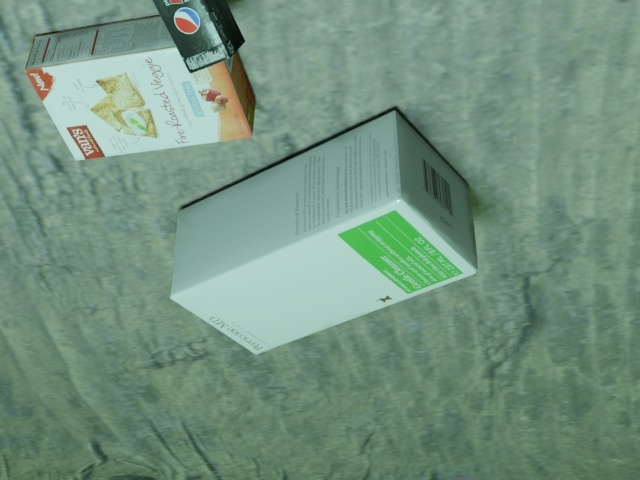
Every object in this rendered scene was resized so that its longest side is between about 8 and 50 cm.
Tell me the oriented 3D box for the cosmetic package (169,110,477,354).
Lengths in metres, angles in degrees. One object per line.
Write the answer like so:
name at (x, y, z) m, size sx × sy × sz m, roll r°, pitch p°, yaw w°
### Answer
cosmetic package at (0.000, 0.000, 1.423) m, size 0.366 × 0.155 × 0.197 m, roll -25°, pitch 137°, yaw 29°

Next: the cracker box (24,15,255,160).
cracker box at (-0.209, -0.181, 1.269) m, size 0.232 × 0.067 × 0.155 m, roll -6°, pitch 141°, yaw 12°

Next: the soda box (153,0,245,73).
soda box at (-0.143, -0.265, 1.116) m, size 0.053 × 0.060 × 0.169 m, roll -16°, pitch 113°, yaw 22°
